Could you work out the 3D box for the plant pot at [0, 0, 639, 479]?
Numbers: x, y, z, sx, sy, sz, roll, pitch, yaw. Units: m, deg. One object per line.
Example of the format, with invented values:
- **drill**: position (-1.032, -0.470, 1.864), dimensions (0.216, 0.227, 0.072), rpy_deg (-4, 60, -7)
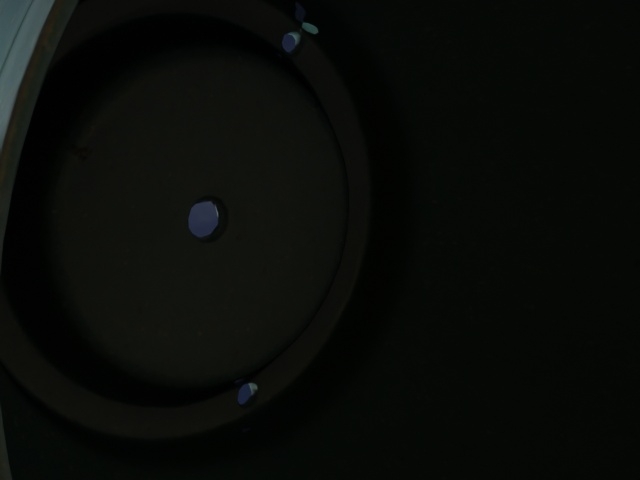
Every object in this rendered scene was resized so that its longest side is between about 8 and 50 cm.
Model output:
- **plant pot**: position (0.000, 0.000, 0.467), dimensions (0.293, 0.196, 0.293), rpy_deg (-6, -79, -33)
